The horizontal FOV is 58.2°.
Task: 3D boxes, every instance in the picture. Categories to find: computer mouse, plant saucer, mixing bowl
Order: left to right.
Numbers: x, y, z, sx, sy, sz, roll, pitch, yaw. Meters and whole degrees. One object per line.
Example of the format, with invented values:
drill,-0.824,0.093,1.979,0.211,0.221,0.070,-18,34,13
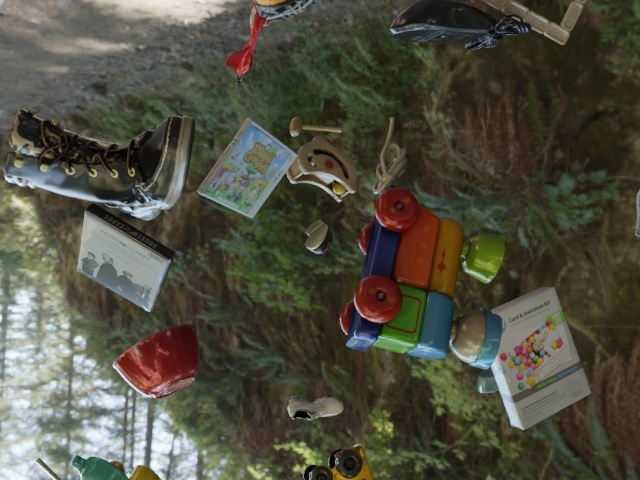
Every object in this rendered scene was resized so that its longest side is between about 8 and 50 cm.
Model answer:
mixing bowl,-0.319,0.261,1.184,0.181,0.098,0.181,-28,164,-9
computer mouse,0.265,-0.443,1.161,0.272,0.072,0.188,-3,-172,-21
plant saucer,0.326,0.230,1.020,0.119,0.021,0.119,-29,178,-1

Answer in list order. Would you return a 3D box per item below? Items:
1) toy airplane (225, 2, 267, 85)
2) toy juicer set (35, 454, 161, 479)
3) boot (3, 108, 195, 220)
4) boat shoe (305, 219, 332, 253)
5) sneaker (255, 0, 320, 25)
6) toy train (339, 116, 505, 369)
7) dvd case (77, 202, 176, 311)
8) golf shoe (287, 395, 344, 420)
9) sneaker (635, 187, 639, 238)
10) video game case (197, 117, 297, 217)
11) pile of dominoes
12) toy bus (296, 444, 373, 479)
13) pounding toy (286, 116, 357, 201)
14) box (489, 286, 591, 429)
toy airplane,-0.132,-0.361,1.069,0.028,0.151,0.151,21,-177,4
toy juicer set,-0.468,0.568,1.301,0.328,0.209,0.089,0,-148,27
boot,-0.396,-0.149,1.026,0.284,0.138,0.377,15,164,-26
boat shoe,0.001,-0.001,0.974,0.049,0.042,0.133,-37,-169,5
sneaker,-0.082,-0.606,1.462,0.214,0.083,0.084,-25,-124,-32
toy train,0.114,-0.004,0.564,0.143,0.248,0.105,16,159,-1
dvd case,-0.390,0.042,1.136,0.179,0.030,0.239,32,141,-5
golf shoe,-0.013,0.526,1.761,0.176,0.069,0.086,0,-160,-5
sneaker,0.550,-0.001,0.786,0.153,0.099,0.282,6,-148,-10
video game case,-0.159,-0.157,1.307,0.023,0.193,0.212,39,-174,27
pile of dominoes,0.448,-0.548,1.185,0.251,0.196,0.040,18,-163,-21
toy bus,0.063,0.754,1.734,0.220,0.212,0.149,-23,169,-18
pounding toy,0.007,-0.230,1.659,0.269,0.154,0.154,37,141,-20
box,0.344,0.187,0.929,0.145,0.186,0.038,-19,180,-18
